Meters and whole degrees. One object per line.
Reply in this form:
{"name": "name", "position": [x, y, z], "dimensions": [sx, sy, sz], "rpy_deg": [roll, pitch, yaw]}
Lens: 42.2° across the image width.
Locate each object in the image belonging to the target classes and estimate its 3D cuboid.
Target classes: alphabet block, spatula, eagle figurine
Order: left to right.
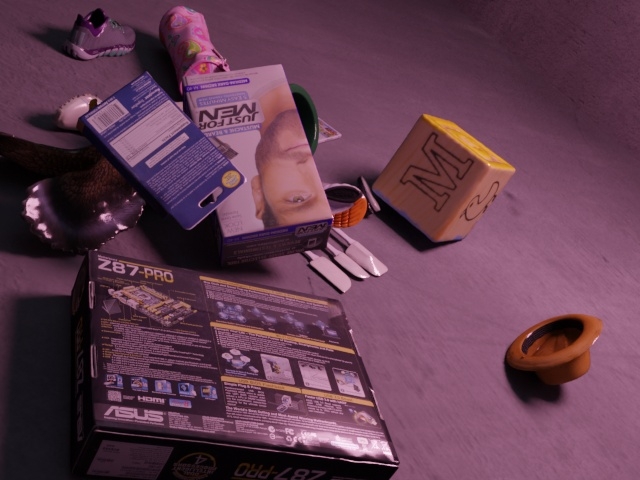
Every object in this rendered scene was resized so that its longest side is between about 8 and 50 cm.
{"name": "eagle figurine", "position": [-0.355, -0.115, 1.292], "dimensions": [0.298, 0.225, 0.226], "rpy_deg": [-30, 15, -25]}
{"name": "spatula", "position": [0.000, 0.000, 1.549], "dimensions": [0.242, 0.019, 0.168], "rpy_deg": [40, 36, 20]}
{"name": "alphabet block", "position": [0.262, -0.131, 1.766], "dimensions": [0.193, 0.197, 0.192], "rpy_deg": [41, 21, 20]}

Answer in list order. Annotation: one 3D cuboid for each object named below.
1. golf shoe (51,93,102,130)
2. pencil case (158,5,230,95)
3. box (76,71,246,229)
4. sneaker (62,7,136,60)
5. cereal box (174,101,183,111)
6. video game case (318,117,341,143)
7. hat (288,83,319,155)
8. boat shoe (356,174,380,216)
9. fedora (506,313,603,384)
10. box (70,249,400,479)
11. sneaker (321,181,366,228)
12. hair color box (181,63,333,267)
{"name": "golf shoe", "position": [-0.394, -0.216, 1.496], "dimensions": [0.086, 0.069, 0.176], "rpy_deg": [48, 35, 20]}
{"name": "pencil case", "position": [-0.279, -0.411, 1.843], "dimensions": [0.124, 0.124, 0.284], "rpy_deg": [10, 34, -31]}
{"name": "box", "position": [-0.232, -0.128, 1.225], "dimensions": [0.225, 0.036, 0.136], "rpy_deg": [47, 60, -1]}
{"name": "sneaker", "position": [-0.455, -0.452, 1.779], "dimensions": [0.083, 0.098, 0.223], "rpy_deg": [32, 29, 5]}
{"name": "cereal box", "position": [-0.226, -0.214, 1.653], "dimensions": [0.173, 0.047, 0.240], "rpy_deg": [42, 32, 21]}
{"name": "video game case", "position": [-0.014, -0.261, 1.952], "dimensions": [0.087, 0.011, 0.122], "rpy_deg": [38, 30, 17]}
{"name": "hat", "position": [-0.119, -0.249, 1.814], "dimensions": [0.184, 0.172, 0.208], "rpy_deg": [-3, 29, 29]}
{"name": "boat shoe", "position": [0.092, -0.093, 1.752], "dimensions": [0.046, 0.038, 0.125], "rpy_deg": [50, 14, -39]}
{"name": "fedora", "position": [0.431, 0.205, 1.498], "dimensions": [0.079, 0.194, 0.194], "rpy_deg": [65, 28, -11]}
{"name": "box", "position": [-0.121, 0.174, 1.084], "dimensions": [0.395, 0.097, 0.318], "rpy_deg": [13, 34, -26]}
{"name": "sneaker", "position": [-0.053, -0.071, 1.532], "dimensions": [0.263, 0.099, 0.121], "rpy_deg": [8, 5, -8]}
{"name": "hair color box", "position": [-0.115, -0.135, 1.410], "dimensions": [0.185, 0.110, 0.338], "rpy_deg": [-11, 62, -14]}
